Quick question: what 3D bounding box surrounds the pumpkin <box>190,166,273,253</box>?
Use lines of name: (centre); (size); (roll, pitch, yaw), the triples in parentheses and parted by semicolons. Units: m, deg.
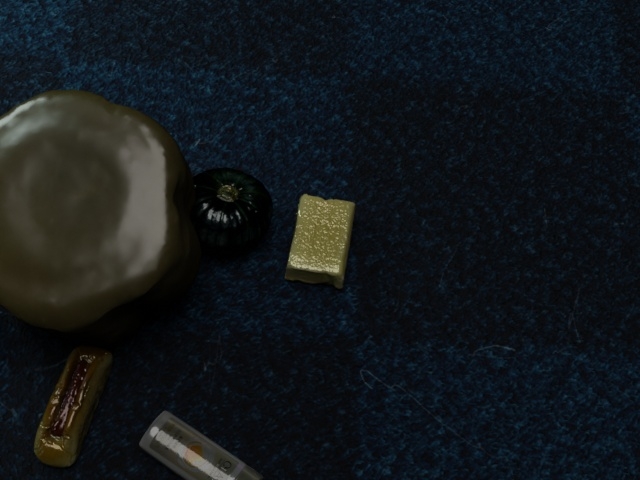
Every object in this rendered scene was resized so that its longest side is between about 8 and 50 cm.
pumpkin: (-0.198, -0.065, 1.923); (0.202, 0.140, 0.202); (4, 52, -5)

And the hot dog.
hot dog: (-0.463, 0.301, 1.742); (0.084, 0.073, 0.242); (13, 60, 8)

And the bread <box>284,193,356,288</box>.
bread: (0.000, 0.001, 1.951); (0.125, 0.068, 0.188); (10, 62, 0)

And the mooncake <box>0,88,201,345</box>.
mooncake: (-0.449, -0.038, 1.763); (0.467, 0.262, 0.467); (-2, 78, 8)

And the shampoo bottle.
shampoo bottle: (-0.220, 0.408, 1.714); (0.227, 0.056, 0.086); (32, 64, 12)
